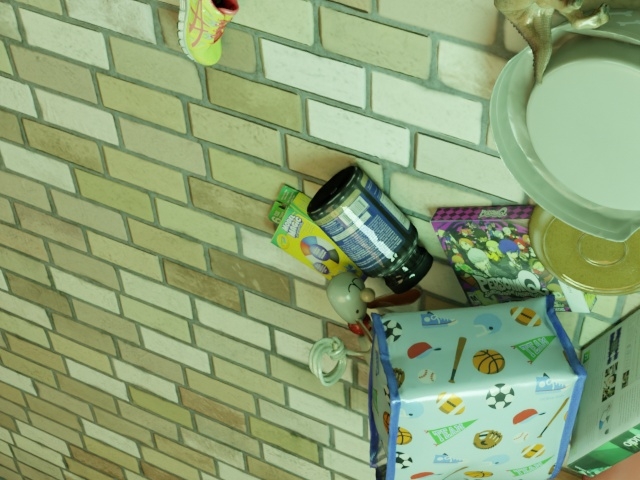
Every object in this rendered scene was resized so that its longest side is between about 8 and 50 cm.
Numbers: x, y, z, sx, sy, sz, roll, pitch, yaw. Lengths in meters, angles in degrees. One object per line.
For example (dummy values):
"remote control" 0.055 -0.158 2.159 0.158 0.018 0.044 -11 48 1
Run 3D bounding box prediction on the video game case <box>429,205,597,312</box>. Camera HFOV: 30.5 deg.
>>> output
"video game case" 0.323 0.032 1.971 0.232 0.042 0.210 0 131 38

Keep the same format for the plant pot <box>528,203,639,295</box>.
"plant pot" 0.438 0.004 1.816 0.236 0.032 0.236 11 133 12

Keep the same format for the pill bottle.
"pill bottle" 0.090 -0.014 2.029 0.219 0.123 0.123 46 143 -15

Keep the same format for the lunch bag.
"lunch bag" 0.247 0.289 2.001 0.328 0.239 0.385 -6 134 -3

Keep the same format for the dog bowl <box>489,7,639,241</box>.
"dog bowl" 0.410 -0.161 1.607 0.349 0.102 0.349 23 141 20

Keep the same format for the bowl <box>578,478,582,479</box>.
"bowl" 0.587 0.534 2.246 0.289 0.156 0.289 19 138 18

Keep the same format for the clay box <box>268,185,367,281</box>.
"clay box" 0.000 0.000 2.176 0.222 0.053 0.127 31 144 2

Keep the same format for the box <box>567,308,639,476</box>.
"box" 0.512 0.221 1.880 0.058 0.232 0.322 23 146 -9

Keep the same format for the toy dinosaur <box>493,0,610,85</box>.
"toy dinosaur" 0.251 -0.351 1.463 0.200 0.127 0.295 10 112 33

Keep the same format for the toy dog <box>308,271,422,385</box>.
"toy dog" 0.142 0.197 2.173 0.161 0.220 0.334 0 159 36

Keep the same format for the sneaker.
"sneaker" -0.173 -0.359 1.870 0.094 0.081 0.208 18 141 18

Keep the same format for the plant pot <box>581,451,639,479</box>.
"plant pot" 0.575 0.390 2.019 0.275 0.243 0.275 21 143 17
